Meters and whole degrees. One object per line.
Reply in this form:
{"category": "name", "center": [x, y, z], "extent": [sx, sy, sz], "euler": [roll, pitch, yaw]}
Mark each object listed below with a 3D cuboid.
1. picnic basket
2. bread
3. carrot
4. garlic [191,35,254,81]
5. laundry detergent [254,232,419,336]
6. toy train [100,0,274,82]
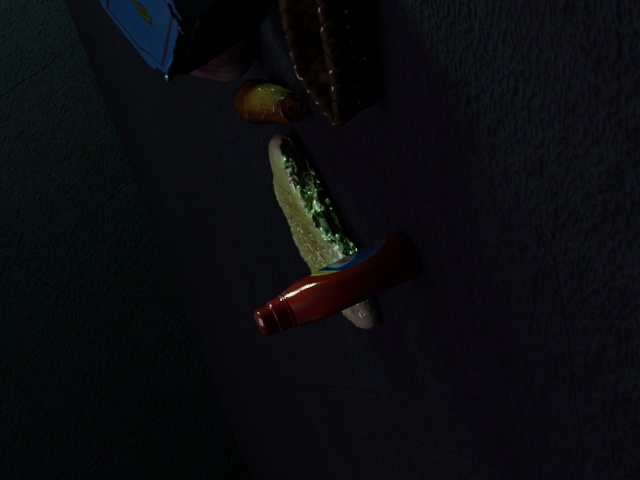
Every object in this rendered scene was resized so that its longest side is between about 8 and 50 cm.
{"category": "picnic basket", "center": [0.005, -0.195, 1.138], "extent": [0.110, 0.054, 0.193], "euler": [57, 164, 37]}
{"category": "bread", "center": [0.000, 0.000, 1.564], "extent": [0.251, 0.039, 0.182], "euler": [60, 166, 29]}
{"category": "carrot", "center": [-0.058, -0.155, 1.506], "extent": [0.055, 0.055, 0.161], "euler": [70, 166, -16]}
{"category": "garlic", "center": [-0.145, -0.263, 1.556], "extent": [0.147, 0.102, 0.159], "euler": [-131, 22, -59]}
{"category": "laundry detergent", "center": [0.011, 0.046, 1.290], "extent": [0.049, 0.165, 0.097], "euler": [66, 168, -4]}
{"category": "toy train", "center": [-0.156, -0.309, 1.297], "extent": [0.265, 0.188, 0.300], "euler": [52, 168, 1]}
